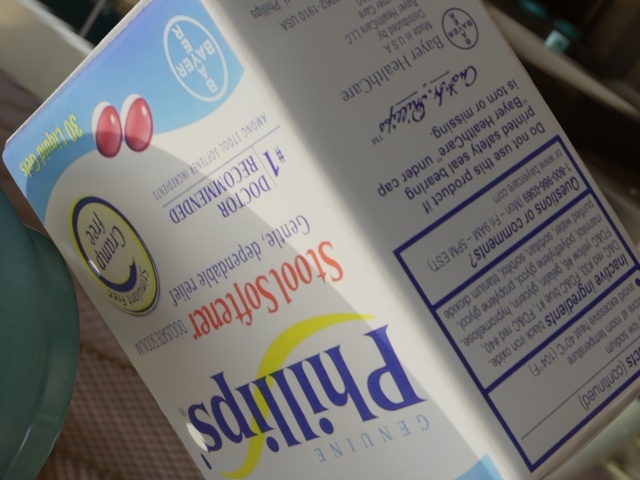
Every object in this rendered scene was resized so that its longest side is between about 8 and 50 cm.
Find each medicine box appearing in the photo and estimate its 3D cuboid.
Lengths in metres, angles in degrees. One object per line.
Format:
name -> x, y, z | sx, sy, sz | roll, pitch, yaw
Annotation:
medicine box -> 0.000, 0.000, 0.810 | 0.149, 0.263, 0.289 | -33, -88, -35

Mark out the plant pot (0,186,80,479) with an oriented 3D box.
plant pot -> -0.253, 0.053, 0.781 | 0.196, 0.293, 0.293 | 20, -160, -43
